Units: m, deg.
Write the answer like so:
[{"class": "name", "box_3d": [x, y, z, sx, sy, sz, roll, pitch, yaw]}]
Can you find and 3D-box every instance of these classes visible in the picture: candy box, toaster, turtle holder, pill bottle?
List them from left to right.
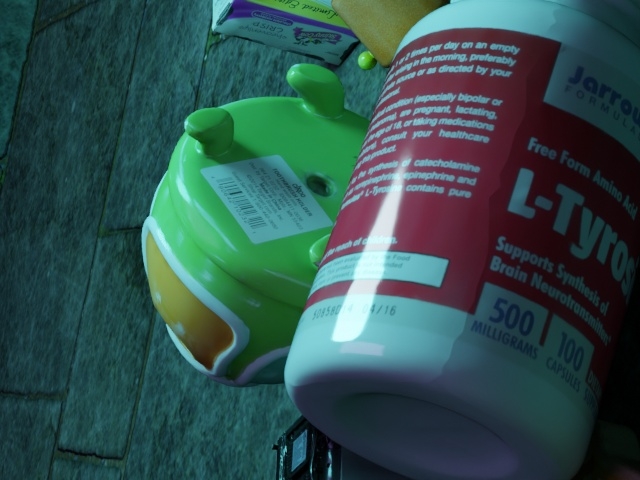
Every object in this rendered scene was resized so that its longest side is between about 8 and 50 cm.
[{"class": "candy box", "box_3d": [-0.037, -0.326, 2.180, 0.071, 0.159, 0.233, 132, 144, -51]}, {"class": "turtle holder", "box_3d": [-0.018, -0.007, 1.691, 0.320, 0.243, 0.227, -53, -7, -51]}, {"class": "toaster", "box_3d": [0.027, 0.229, 1.759, 0.186, 0.110, 0.168, 128, 148, -59]}, {"class": "pill bottle", "box_3d": [0.138, -0.033, 1.469, 0.229, 0.229, 0.408, -30, 37, 60]}]

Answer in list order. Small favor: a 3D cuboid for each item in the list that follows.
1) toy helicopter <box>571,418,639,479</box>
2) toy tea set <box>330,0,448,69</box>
[{"class": "toy helicopter", "box_3d": [0.231, 0.176, 1.317, 0.355, 0.140, 0.235, -140, 58, -79]}, {"class": "toy tea set", "box_3d": [0.142, -0.281, 1.850, 0.200, 0.124, 0.336, -53, 9, -25]}]
